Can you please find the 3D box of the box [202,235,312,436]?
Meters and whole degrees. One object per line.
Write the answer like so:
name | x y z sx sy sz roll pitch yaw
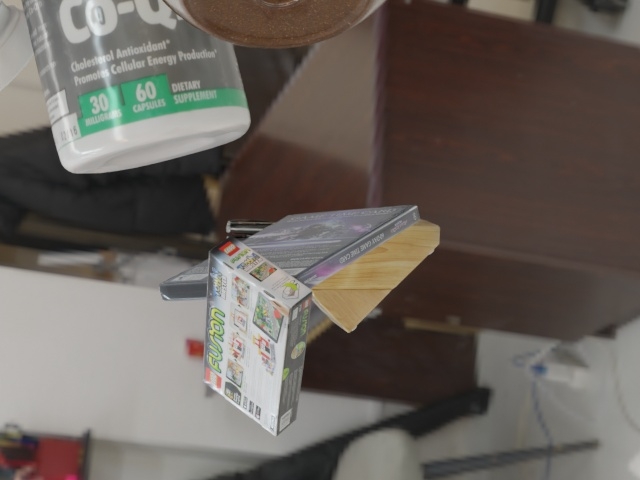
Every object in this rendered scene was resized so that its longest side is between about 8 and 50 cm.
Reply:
box | -0.070 0.103 1.504 0.114 0.036 0.207 34 140 24

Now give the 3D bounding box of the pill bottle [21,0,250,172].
pill bottle | -0.208 -0.264 1.471 0.204 0.204 0.361 159 97 -72

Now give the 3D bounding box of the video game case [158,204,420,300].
video game case | -0.032 0.013 1.682 0.196 0.274 0.026 -4 105 35

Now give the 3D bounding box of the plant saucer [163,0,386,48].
plant saucer | -0.031 -0.193 1.034 0.198 0.199 0.036 124 147 -56

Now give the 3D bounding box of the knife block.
knife block | 0.000 0.000 2.053 0.276 0.242 0.088 -44 20 -6

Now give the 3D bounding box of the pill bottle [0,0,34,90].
pill bottle | -0.497 -0.316 1.733 0.176 0.318 0.176 -31 33 23
